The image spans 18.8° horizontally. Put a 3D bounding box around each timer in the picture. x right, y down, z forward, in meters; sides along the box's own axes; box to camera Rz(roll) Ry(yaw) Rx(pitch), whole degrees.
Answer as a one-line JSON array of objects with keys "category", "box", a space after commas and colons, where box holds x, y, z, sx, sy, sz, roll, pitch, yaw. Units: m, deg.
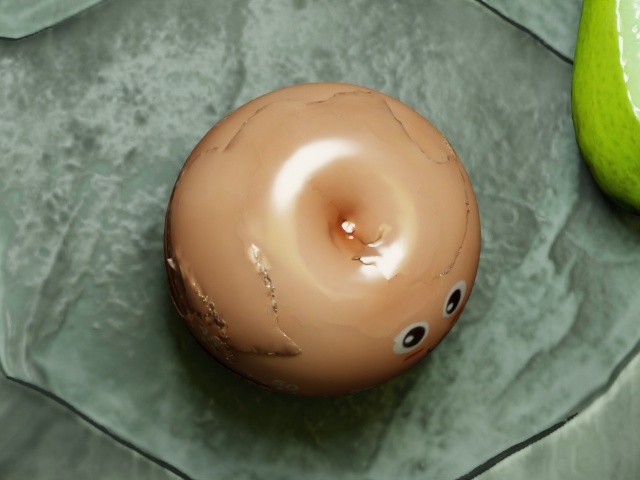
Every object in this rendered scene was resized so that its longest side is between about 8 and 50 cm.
[{"category": "timer", "box": [0.000, 0.000, 1.401, 0.229, 0.215, 0.230, 2, 80, -11]}]

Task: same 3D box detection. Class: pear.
[{"category": "pear", "box": [0.314, -0.127, 1.517, 0.292, 0.159, 0.292, 1, 80, -7]}]
